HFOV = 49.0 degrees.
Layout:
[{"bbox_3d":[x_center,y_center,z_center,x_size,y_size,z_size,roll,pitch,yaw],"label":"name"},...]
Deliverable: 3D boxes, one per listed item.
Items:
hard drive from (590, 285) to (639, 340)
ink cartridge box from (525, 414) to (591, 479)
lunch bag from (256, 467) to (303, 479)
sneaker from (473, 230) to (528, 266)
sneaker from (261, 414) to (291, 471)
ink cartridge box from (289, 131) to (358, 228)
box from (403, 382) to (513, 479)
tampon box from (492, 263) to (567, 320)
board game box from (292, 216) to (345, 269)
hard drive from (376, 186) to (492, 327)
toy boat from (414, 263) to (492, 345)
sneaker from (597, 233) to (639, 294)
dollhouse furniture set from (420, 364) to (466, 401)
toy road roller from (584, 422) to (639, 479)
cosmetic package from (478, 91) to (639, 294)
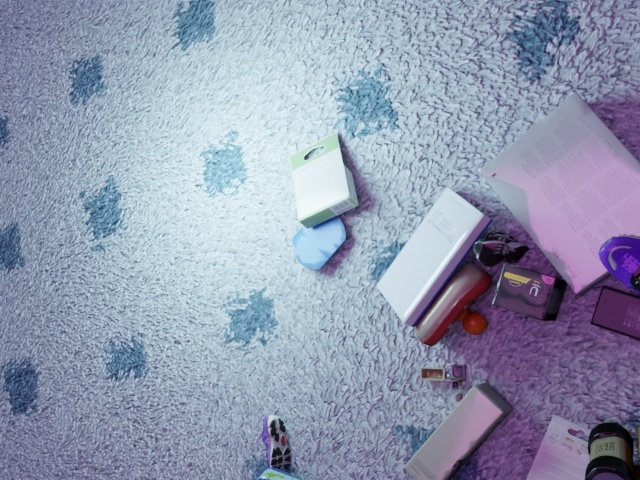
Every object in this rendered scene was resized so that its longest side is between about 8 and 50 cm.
[{"bbox_3d":[0.689,0.166,1.576,0.135,0.022,0.094,19,93,29],"label":"hard drive"},{"bbox_3d":[0.567,0.511,1.601,0.146,0.045,0.179,21,76,29],"label":"ink cartridge box"},{"bbox_3d":[-0.110,0.737,1.878,0.176,0.090,0.218,16,98,11],"label":"lunch bag"},{"bbox_3d":[0.412,0.014,1.667,0.077,0.178,0.072,49,118,36],"label":"sneaker"},{"bbox_3d":[-0.129,0.571,1.956,0.071,0.068,0.169,-13,79,54],"label":"sneaker"},{"bbox_3d":[0.006,-0.169,1.971,0.171,0.056,0.235,-25,53,23],"label":"ink cartridge box"},{"bbox_3d":[0.331,0.473,1.683,0.094,0.113,0.275,43,105,25],"label":"box"},{"bbox_3d":[0.484,0.121,1.614,0.121,0.161,0.101,17,92,28],"label":"tampon box"},{"bbox_3d":[0.000,0.000,1.965,0.168,0.033,0.133,-49,59,9],"label":"board game box"},{"bbox_3d":[0.274,0.036,1.742,0.318,0.040,0.210,-56,25,11],"label":"hard drive"},{"bbox_3d":[0.342,0.173,1.716,0.151,0.151,0.231,35,103,-4],"label":"toy boat"},{"bbox_3d":[0.714,0.096,1.444,0.293,0.146,0.102,35,110,2],"label":"sneaker"},{"bbox_3d":[0.293,0.353,1.733,0.115,0.081,0.090,-4,82,28],"label":"dollhouse furniture set"},{"bbox_3d":[0.708,0.500,1.424,0.330,0.202,0.240,-21,95,26],"label":"toy road roller"},{"bbox_3d":[0.595,-0.106,1.619,0.284,0.097,0.377,-39,68,17],"label":"cosmetic package"}]
